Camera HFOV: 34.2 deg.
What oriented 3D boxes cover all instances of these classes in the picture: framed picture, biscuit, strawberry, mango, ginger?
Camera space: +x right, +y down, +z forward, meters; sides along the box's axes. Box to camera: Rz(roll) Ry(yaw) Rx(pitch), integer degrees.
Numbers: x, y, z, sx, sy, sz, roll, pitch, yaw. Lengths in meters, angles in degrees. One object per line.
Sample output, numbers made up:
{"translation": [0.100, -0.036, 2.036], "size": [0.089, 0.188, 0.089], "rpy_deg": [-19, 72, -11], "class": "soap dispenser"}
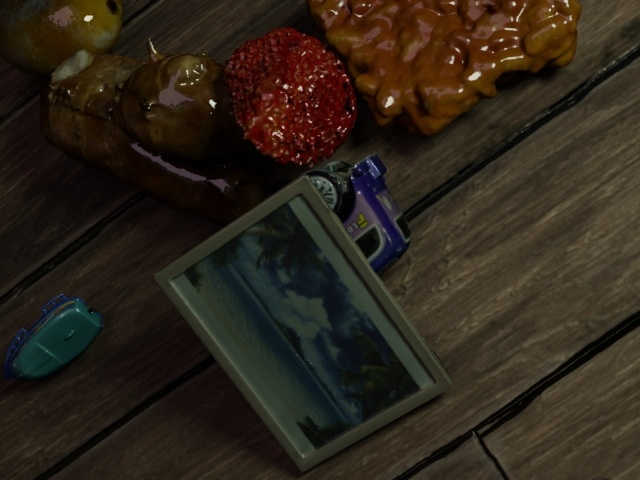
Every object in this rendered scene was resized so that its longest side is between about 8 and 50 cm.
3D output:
{"translation": [-0.020, 0.105, 1.249], "size": [0.232, 0.024, 0.315], "rpy_deg": [-33, 99, 15], "class": "framed picture"}
{"translation": [0.163, -0.300, 1.378], "size": [0.312, 0.110, 0.318], "rpy_deg": [-33, 63, 8], "class": "biscuit"}
{"translation": [-0.027, -0.188, 1.304], "size": [0.188, 0.286, 0.106], "rpy_deg": [37, 111, -11], "class": "strawberry"}
{"translation": [-0.434, -0.350, 1.643], "size": [0.316, 0.146, 0.192], "rpy_deg": [14, 68, 43], "class": "mango"}
{"translation": [-0.242, -0.185, 1.447], "size": [0.418, 0.254, 0.176], "rpy_deg": [27, 49, 33], "class": "ginger"}

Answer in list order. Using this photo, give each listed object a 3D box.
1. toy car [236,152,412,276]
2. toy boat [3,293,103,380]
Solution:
{"translation": [0.000, 0.000, 1.309], "size": [0.235, 0.172, 0.158], "rpy_deg": [-34, 90, 12], "class": "toy car"}
{"translation": [-0.390, 0.139, 1.493], "size": [0.175, 0.091, 0.110], "rpy_deg": [-41, 27, 10], "class": "toy boat"}
